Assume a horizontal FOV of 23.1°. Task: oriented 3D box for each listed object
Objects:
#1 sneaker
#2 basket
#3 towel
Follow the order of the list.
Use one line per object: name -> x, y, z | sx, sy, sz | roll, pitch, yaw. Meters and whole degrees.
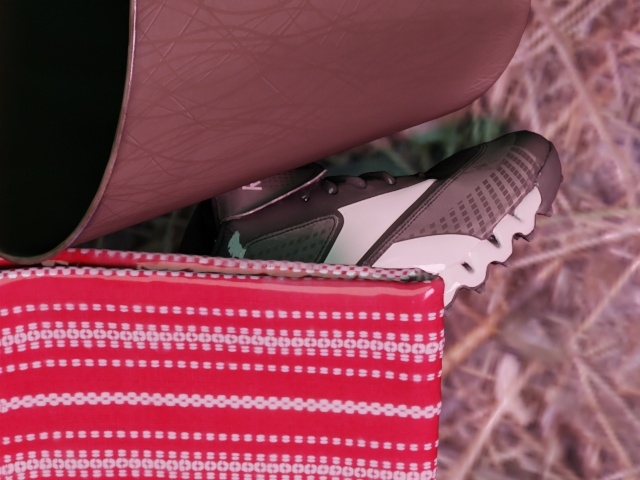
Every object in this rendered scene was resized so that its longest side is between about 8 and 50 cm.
sneaker -> 0.000, 0.000, 0.684 | 0.234, 0.078, 0.106 | -33, 101, -12
basket -> -0.033, -0.107, 0.632 | 0.227, 0.154, 0.204 | -11, 101, -43
towel -> -0.054, 0.134, 0.649 | 0.199, 0.031, 0.274 | 3, 114, 1
